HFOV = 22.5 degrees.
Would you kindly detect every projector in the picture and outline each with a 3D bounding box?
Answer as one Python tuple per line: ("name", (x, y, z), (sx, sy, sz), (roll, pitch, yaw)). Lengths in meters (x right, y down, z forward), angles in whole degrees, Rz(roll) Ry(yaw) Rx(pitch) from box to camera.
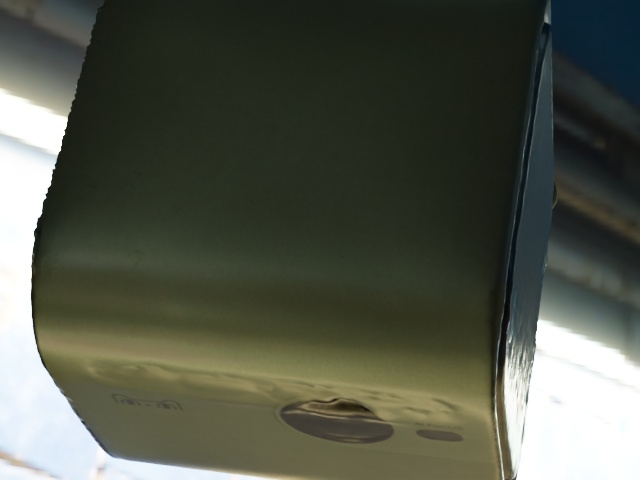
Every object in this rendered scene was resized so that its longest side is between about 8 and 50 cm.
("projector", (0.000, 0.000, 0.925), (0.249, 0.248, 0.248), (6, -26, 11))
